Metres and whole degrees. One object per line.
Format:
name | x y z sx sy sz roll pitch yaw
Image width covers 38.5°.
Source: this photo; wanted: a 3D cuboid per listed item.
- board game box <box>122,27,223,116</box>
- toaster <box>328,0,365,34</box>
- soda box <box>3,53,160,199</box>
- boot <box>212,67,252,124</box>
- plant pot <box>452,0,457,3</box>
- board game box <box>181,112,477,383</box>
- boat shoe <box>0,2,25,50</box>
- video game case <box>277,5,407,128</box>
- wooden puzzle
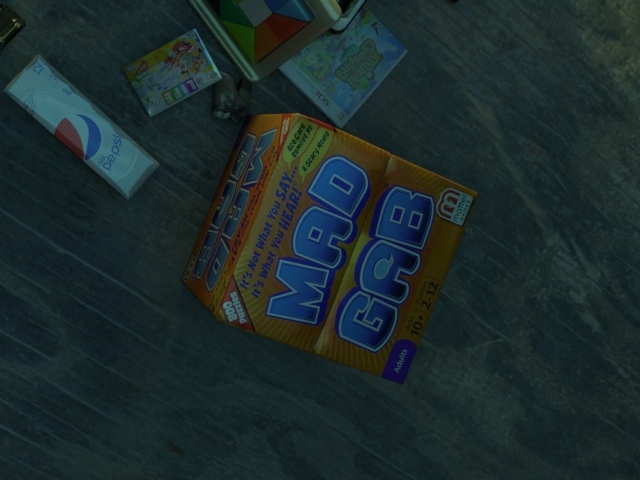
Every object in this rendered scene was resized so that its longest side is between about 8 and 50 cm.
board game box | -0.272 -0.310 1.692 0.154 0.026 0.103 -28 105 5
toaster | 0.012 -0.486 1.701 0.168 0.110 0.186 37 98 -6
soda box | -0.426 -0.201 1.644 0.286 0.098 0.091 44 84 -18
boot | -0.186 -0.275 1.737 0.118 0.042 0.087 22 93 -18
plant pot | 0.316 -0.655 1.740 0.267 0.267 0.236 -41 94 -8
board game box | 0.000 0.000 1.664 0.356 0.356 0.356 22 90 -19
boat shoe | -0.599 -0.308 1.584 0.068 0.081 0.228 34 84 -14
video game case | 0.039 -0.362 1.803 0.193 0.023 0.212 42 84 -18
wooden puzzle | -0.110 -0.427 1.656 0.238 0.044 0.221 -30 102 35
